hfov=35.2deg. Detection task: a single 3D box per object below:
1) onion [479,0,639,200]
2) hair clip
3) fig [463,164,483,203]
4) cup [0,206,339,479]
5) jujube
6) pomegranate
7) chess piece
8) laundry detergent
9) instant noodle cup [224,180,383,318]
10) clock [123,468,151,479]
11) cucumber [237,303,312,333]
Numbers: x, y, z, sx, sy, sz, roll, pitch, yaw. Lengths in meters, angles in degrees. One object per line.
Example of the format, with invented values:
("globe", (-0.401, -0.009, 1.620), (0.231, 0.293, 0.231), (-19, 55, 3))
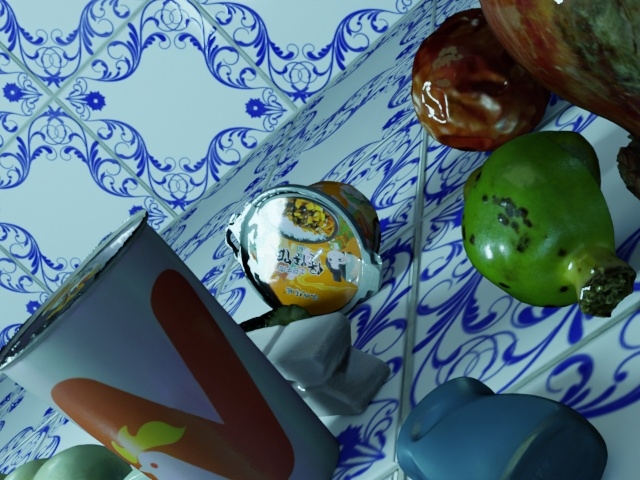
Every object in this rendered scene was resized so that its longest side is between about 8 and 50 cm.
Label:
("onion", (0.270, -0.220, 0.741), (0.353, 0.353, 0.353), (-41, 14, 13))
("hair clip", (-0.054, 0.150, 1.105), (0.085, 0.101, 0.331), (-48, 16, -28))
("fig", (0.189, -0.042, 1.012), (0.088, 0.074, 0.074), (16, 56, 40))
("cup", (-0.127, 0.139, 0.925), (0.203, 0.288, 0.203), (-41, 14, 13))
("jujube", (0.197, -0.198, 1.242), (0.174, 0.174, 0.250), (-40, 11, 18))
("pomegranate", (0.174, -0.006, 0.803), (0.122, 0.143, 0.169), (0, 43, 3))
("chess piece", (-0.366, 0.352, 1.284), (0.330, 0.182, 0.182), (-29, 20, 34))
("laundry detergent", (0.110, 0.146, 0.705), (0.097, 0.061, 0.206), (-56, 15, -11))
("instant noodle cup", (0.000, 0.000, 1.269), (0.125, 0.208, 0.178), (-38, -25, -59))
("clock", (-0.209, 0.321, 1.108), (0.191, 0.062, 0.151), (-46, 14, -4))
("cucumber", (-0.097, 0.137, 1.307), (0.072, 0.072, 0.300), (-52, 14, -27))
